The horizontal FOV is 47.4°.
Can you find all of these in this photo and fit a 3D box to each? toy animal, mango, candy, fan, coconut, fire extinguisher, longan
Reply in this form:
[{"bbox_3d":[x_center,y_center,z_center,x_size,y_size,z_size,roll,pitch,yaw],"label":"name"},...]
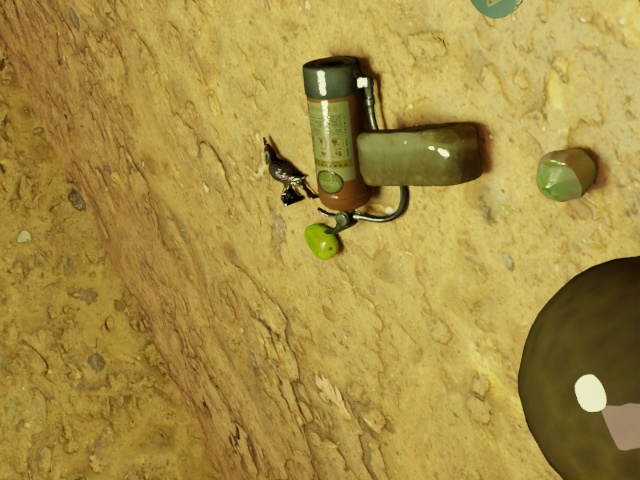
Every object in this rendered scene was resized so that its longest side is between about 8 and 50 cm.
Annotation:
[{"bbox_3d":[-0.085,-0.158,1.718,0.105,0.070,0.202,-42,74,42],"label":"toy animal"},{"bbox_3d":[0.000,0.000,1.697,0.108,0.056,0.073,32,130,43],"label":"mango"},{"bbox_3d":[0.173,-0.153,1.303,0.234,0.102,0.104,7,117,45],"label":"candy"},{"bbox_3d":[0.277,-0.412,1.090,0.113,0.005,0.175,55,145,13],"label":"fan"},{"bbox_3d":[0.368,-0.098,1.113,0.083,0.081,0.082,50,158,1],"label":"coconut"},{"bbox_3d":[0.062,-0.166,1.450,0.200,0.113,0.376,23,129,44],"label":"fire extinguisher"},{"bbox_3d":[0.461,0.196,0.964,0.404,0.336,0.404,-22,59,42],"label":"longan"}]
